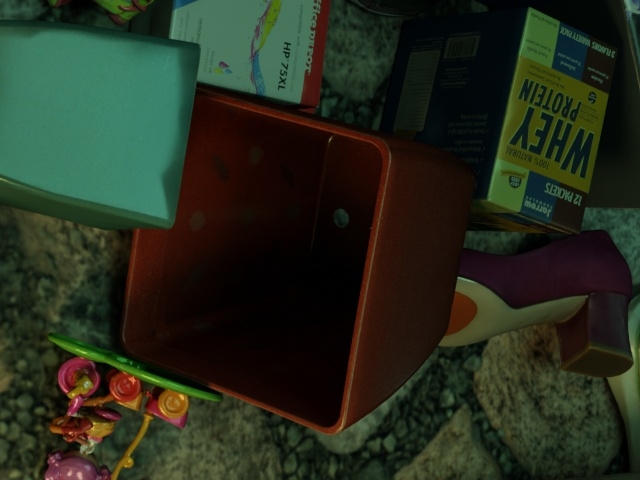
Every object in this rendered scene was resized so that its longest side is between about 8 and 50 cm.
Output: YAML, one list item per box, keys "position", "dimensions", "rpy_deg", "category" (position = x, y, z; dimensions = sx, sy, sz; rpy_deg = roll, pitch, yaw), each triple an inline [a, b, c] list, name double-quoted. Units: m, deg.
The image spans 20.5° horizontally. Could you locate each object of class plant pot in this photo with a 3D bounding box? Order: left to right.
- position: [-0.254, -0.111, 1.554]
  dimensions: [0.234, 0.165, 0.165]
  rpy_deg: [12, 84, -29]
  category: "plant pot"
- position: [0.000, 0.000, 1.676]
  dimensions: [0.236, 0.267, 0.267]
  rpy_deg: [-10, 113, -54]
  category: "plant pot"

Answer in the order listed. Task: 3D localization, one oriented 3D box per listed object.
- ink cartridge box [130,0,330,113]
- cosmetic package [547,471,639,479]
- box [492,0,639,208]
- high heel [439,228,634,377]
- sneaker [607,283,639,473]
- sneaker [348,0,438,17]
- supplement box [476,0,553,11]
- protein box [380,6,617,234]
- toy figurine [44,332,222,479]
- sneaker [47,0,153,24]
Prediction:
- position: [-0.069, -0.205, 1.740]
  dimensions: [0.231, 0.078, 0.134]
  rpy_deg: [9, 86, -38]
  category: "ink cartridge box"
- position: [0.375, 0.369, 1.951]
  dimensions: [0.385, 0.156, 0.217]
  rpy_deg: [-6, 95, -7]
  category: "cosmetic package"
- position: [0.417, -0.233, 2.028]
  dimensions: [0.395, 0.212, 0.293]
  rpy_deg: [-24, 106, -34]
  category: "box"
- position: [0.187, 0.027, 1.953]
  dimensions: [0.377, 0.127, 0.181]
  rpy_deg: [21, 50, -32]
  category: "high heel"
- position: [0.463, 0.251, 2.093]
  dimensions: [0.158, 0.182, 0.410]
  rpy_deg: [-28, 108, -34]
  category: "sneaker"
- position: [0.056, -0.317, 1.779]
  dimensions: [0.281, 0.162, 0.106]
  rpy_deg: [31, 73, -33]
  category: "sneaker"
- position: [0.195, -0.431, 1.761]
  dimensions: [0.194, 0.195, 0.356]
  rpy_deg: [7, 70, -62]
  category: "supplement box"
- position: [0.177, -0.121, 1.853]
  dimensions: [0.136, 0.200, 0.201]
  rpy_deg: [18, 81, -36]
  category: "protein box"
- position: [-0.198, 0.188, 1.645]
  dimensions: [0.173, 0.130, 0.159]
  rpy_deg: [21, 87, -14]
  category: "toy figurine"
- position: [-0.163, -0.243, 1.618]
  dimensions: [0.081, 0.208, 0.094]
  rpy_deg: [-33, 128, -68]
  category: "sneaker"
